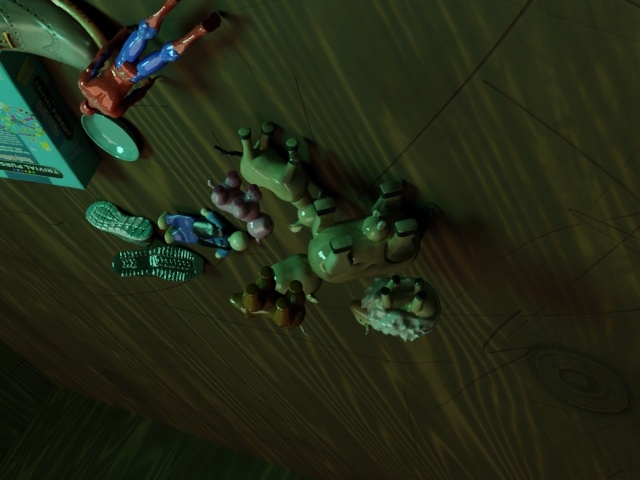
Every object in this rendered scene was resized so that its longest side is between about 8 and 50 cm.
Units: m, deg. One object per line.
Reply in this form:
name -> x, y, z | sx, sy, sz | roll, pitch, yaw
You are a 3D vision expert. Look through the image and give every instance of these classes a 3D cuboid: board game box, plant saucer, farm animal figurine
board game box -> -0.587, -0.241, 1.524 | 0.253, 0.079, 0.336 | 9, 147, 20
plant saucer -> -0.369, -0.190, 1.488 | 0.119, 0.021, 0.119 | 24, 152, 13
farm animal figurine -> 0.000, 0.000, 1.220 | 0.326, 0.330, 0.172 | 1, 148, -2

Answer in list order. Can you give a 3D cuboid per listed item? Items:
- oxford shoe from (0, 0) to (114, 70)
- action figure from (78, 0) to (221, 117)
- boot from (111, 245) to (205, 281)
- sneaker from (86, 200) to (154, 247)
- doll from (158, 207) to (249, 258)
oxford shoe -> -0.480, -0.319, 1.258 | 0.363, 0.133, 0.130 | 24, 152, 14
action figure -> -0.242, -0.266, 1.172 | 0.280, 0.139, 0.091 | -30, 114, 36
boot -> -0.339, 0.047, 1.830 | 0.197, 0.077, 0.137 | 6, 180, 5
sneaker -> -0.426, -0.027, 1.787 | 0.166, 0.065, 0.076 | 24, 157, 17
doll -> -0.216, -0.011, 1.607 | 0.189, 0.046, 0.129 | 8, 136, 27
